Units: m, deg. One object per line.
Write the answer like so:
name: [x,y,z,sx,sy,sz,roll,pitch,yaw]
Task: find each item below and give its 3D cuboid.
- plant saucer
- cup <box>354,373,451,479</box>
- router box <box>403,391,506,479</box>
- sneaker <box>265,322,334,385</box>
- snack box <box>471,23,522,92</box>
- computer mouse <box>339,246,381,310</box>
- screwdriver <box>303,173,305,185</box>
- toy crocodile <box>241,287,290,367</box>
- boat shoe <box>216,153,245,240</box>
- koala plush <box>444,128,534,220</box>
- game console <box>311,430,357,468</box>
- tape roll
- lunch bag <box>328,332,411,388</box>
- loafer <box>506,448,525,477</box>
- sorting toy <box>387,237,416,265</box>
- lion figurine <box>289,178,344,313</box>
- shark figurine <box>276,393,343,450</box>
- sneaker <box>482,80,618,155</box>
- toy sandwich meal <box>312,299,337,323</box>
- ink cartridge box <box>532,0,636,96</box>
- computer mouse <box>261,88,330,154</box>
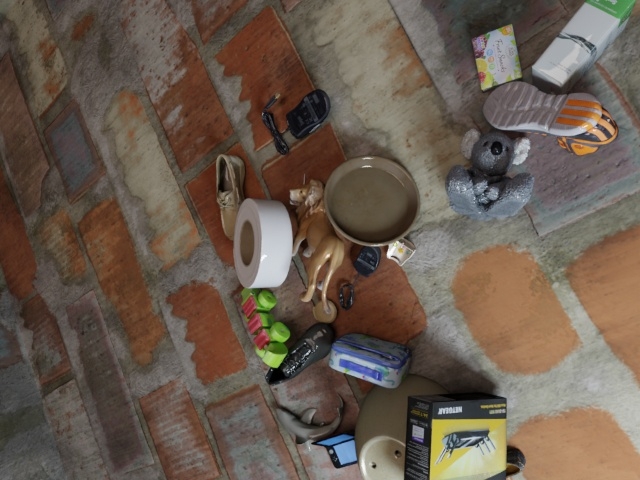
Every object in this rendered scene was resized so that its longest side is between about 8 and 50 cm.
plant saucer: [0.145,-0.113,1.198,0.278,0.041,0.278,1,74,-3]
cup: [0.226,0.566,1.147,0.331,0.237,0.331,1,93,26]
router box: [0.337,0.507,1.023,0.081,0.309,0.243,-9,73,53]
sneaker: [-0.066,0.377,1.344,0.109,0.130,0.286,46,110,12]
snack box: [0.461,-0.473,1.095,0.100,0.037,0.141,-12,87,25]
computer mouse: [0.122,0.113,1.296,0.071,0.041,0.242,35,113,20]
screwdriver: [-0.057,-0.135,1.379,0.025,0.024,0.170,13,97,55]
toy crocodile: [-0.194,0.268,1.375,0.115,0.105,0.340,-48,48,21]
boat shoe: [-0.322,-0.150,1.467,0.109,0.098,0.302,1,93,27]
koala plush: [0.429,-0.180,1.069,0.196,0.203,0.221,10,76,17]
game console: [0.065,0.660,1.316,0.144,0.085,0.124,-30,79,25]
tape roll: [-0.190,0.010,1.330,0.286,0.100,0.286,-1,89,62]
lunch bag: [0.144,0.342,1.212,0.219,0.176,0.090,11,98,27]
loafer: [0.465,0.615,1.126,0.170,0.061,0.062,-39,76,23]
sorting toy: [0.232,0.033,1.232,0.083,0.045,0.075,35,114,21]
lion figurine: [0.000,0.000,1.235,0.240,0.142,0.392,-60,39,26]
shark figurine: [-0.026,0.612,1.346,0.278,0.116,0.166,-22,84,28]
sneaker: [0.551,-0.281,1.015,0.124,0.180,0.321,-61,34,15]
toy sandwich meal: [0.017,0.231,1.355,0.085,0.029,0.085,0,90,23]
ink cartridge box: [0.595,-0.444,0.966,0.087,0.153,0.208,43,109,19]
computer mouse: [-0.077,-0.418,1.359,0.262,0.060,0.184,-35,81,35]
